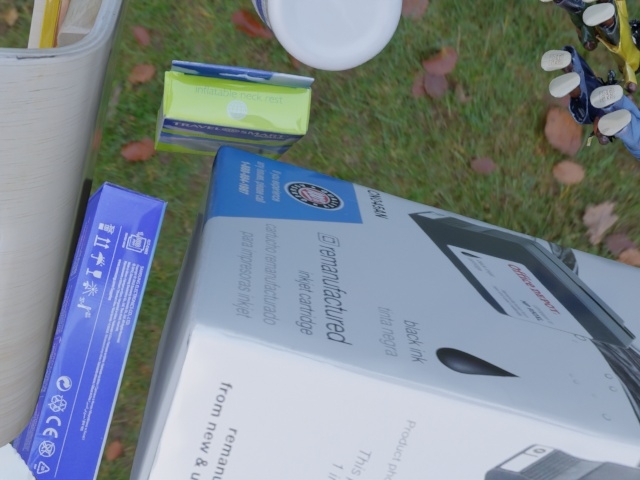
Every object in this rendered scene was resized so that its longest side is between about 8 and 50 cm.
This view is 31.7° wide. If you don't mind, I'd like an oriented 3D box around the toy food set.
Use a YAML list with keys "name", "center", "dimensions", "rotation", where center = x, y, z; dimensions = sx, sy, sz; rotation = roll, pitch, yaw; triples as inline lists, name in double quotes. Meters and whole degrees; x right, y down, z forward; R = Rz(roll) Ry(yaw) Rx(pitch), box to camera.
- name: "toy food set"
  center: [-0.158, -0.068, 0.580]
  dimensions: [0.092, 0.306, 0.219]
  rotation: [12, 125, -11]

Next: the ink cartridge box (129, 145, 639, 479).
- name: "ink cartridge box"
  center: [0.102, 0.107, 0.659]
  dimensions: [0.395, 0.285, 0.166]
  rotation: [16, 109, -9]

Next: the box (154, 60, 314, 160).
- name: "box"
  center: [-0.072, -0.097, 0.886]
  dimensions: [0.109, 0.178, 0.042]
  rotation: [5, 85, -10]

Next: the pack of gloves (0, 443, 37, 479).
- name: "pack of gloves"
  center: [-0.305, 0.280, 0.889]
  dimensions: [0.232, 0.046, 0.195]
  rotation: [-39, 94, -5]

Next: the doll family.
- name: "doll family"
  center: [0.216, -0.120, 0.833]
  dimensions: [0.076, 0.111, 0.193]
  rotation: [-9, 65, 30]

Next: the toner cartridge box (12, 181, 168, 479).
- name: "toner cartridge box"
  center: [-0.260, 0.123, 1.228]
  dimensions: [0.075, 0.165, 0.347]
  rotation: [17, 75, -17]

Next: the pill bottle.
- name: "pill bottle"
  center: [-0.005, -0.305, 1.353]
  dimensions: [0.153, 0.264, 0.153]
  rotation: [-4, 113, -10]
